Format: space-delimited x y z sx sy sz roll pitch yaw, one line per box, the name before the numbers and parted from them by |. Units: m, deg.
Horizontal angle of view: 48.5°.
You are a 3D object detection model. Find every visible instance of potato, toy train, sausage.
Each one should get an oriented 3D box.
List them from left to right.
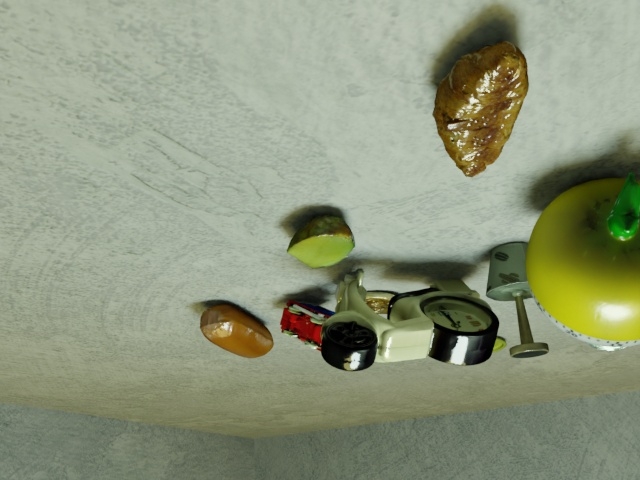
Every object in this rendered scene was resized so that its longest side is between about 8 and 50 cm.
sausage | -0.198 0.222 1.707 0.105 0.105 0.274 -10 157 16
toy train | -0.003 0.196 1.588 0.131 0.082 0.204 14 -178 -36
potato | 0.000 0.000 1.256 0.120 0.054 0.198 -8 162 2

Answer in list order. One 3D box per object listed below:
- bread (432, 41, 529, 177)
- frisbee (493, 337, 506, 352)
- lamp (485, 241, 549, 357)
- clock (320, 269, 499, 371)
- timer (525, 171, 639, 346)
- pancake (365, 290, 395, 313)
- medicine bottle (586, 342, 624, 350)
bread | 0.186 -0.161 0.853 0.105 0.075 0.233 -14 151 -4
frisbee | 0.438 0.319 2.132 0.236 0.017 0.236 -3 157 -1
lamp | 0.383 0.116 1.372 0.122 0.214 0.121 -4 159 -2
clock | 0.164 0.161 1.431 0.379 0.276 0.120 2 113 -17
timer | 0.449 0.008 1.080 0.286 0.285 0.285 -3 158 -1
pancake | 0.122 0.152 1.670 0.158 0.028 0.158 -1 159 0
medicine bottle | 0.618 0.148 1.521 0.147 0.147 0.143 -16 -173 28
